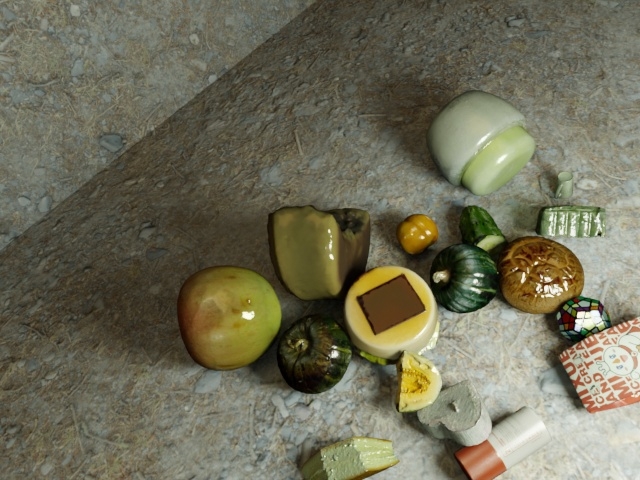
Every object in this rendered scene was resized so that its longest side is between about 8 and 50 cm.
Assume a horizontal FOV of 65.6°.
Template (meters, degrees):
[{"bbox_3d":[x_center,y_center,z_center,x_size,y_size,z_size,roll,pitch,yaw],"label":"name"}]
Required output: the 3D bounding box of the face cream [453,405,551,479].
[{"bbox_3d":[0.436,0.498,1.196,0.214,0.095,0.095,-31,47,-5],"label":"face cream"}]

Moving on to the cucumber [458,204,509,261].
[{"bbox_3d":[0.514,-0.041,1.613,0.135,0.134,0.244,-15,38,9],"label":"cucumber"}]

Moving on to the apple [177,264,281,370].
[{"bbox_3d":[-0.281,0.228,1.556,0.305,0.338,0.338,-13,46,-9],"label":"apple"}]

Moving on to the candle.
[{"bbox_3d":[0.350,0.431,1.262,0.168,0.068,0.192,-43,20,-31],"label":"candle"}]

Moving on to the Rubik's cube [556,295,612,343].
[{"bbox_3d":[0.697,0.213,1.313,0.133,0.133,0.111,-30,52,-4],"label":"Rubik's cube"}]

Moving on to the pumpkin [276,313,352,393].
[{"bbox_3d":[-0.025,0.330,1.447,0.238,0.159,0.237,-23,54,36],"label":"pumpkin"}]

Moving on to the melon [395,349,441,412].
[{"bbox_3d":[0.259,0.380,1.322,0.128,0.079,0.160,4,76,20],"label":"melon"}]

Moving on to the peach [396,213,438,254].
[{"bbox_3d":[0.319,-0.022,1.660,0.138,0.138,0.138,-11,49,13],"label":"peach"}]

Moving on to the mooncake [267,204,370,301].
[{"bbox_3d":[0.000,0.000,1.584,0.247,0.394,0.393,-3,50,20],"label":"mooncake"}]

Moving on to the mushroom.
[{"bbox_3d":[0.629,0.095,1.431,0.254,0.153,0.253,-4,53,6],"label":"mushroom"}]

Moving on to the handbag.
[{"bbox_3d":[0.757,0.299,1.205,0.298,0.151,0.171,-24,52,6],"label":"handbag"}]

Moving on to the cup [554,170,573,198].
[{"bbox_3d":[0.795,-0.179,1.636,0.075,0.083,0.054,-24,48,3],"label":"cup"}]

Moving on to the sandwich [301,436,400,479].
[{"bbox_3d":[0.068,0.576,1.281,0.258,0.096,0.094,-23,53,5],"label":"sandwich"}]

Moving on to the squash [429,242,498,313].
[{"bbox_3d":[0.419,0.110,1.460,0.218,0.172,0.218,-36,35,30],"label":"squash"}]

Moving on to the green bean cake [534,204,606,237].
[{"bbox_3d":[0.743,-0.058,1.484,0.182,0.173,0.093,2,94,21],"label":"green bean cake"}]

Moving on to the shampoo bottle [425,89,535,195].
[{"bbox_3d":[0.538,-0.339,1.700,0.323,0.322,0.317,-32,70,-7],"label":"shampoo bottle"}]

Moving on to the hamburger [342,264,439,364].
[{"bbox_3d":[0.201,0.215,1.453,0.302,0.170,0.301,-4,64,9],"label":"hamburger"}]
